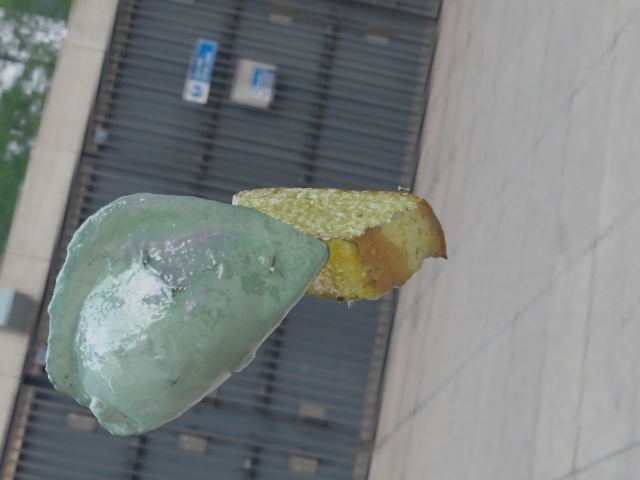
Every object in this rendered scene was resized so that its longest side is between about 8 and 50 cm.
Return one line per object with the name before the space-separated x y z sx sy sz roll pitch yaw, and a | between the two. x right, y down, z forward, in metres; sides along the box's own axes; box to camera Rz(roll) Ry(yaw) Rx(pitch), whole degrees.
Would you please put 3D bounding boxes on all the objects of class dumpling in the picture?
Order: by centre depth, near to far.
dumpling | -0.098 0.045 0.869 0.105 0.217 0.149 55 -179 35

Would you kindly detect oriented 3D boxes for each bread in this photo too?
bread | 0.000 0.000 0.977 0.103 0.187 0.065 -42 -48 -52
